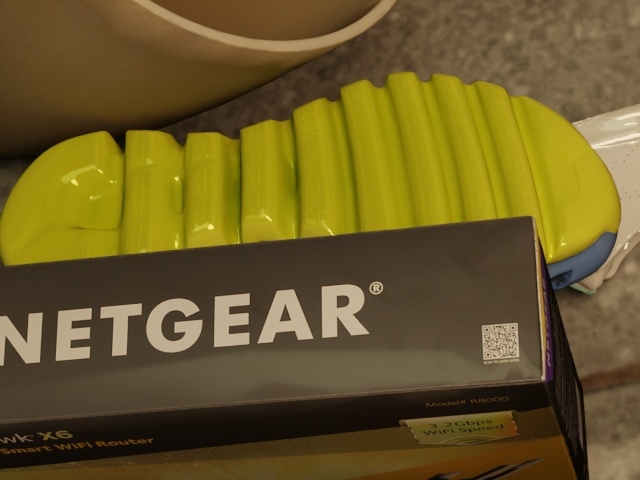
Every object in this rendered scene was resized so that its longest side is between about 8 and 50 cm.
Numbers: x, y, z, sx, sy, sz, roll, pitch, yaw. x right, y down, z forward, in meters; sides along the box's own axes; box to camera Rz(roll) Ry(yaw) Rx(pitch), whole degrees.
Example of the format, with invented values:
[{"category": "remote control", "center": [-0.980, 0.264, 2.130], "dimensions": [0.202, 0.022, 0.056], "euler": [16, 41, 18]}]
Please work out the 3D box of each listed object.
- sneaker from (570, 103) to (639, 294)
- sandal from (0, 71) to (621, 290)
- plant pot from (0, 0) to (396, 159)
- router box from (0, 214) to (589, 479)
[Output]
[{"category": "sneaker", "center": [0.122, -0.010, 0.988], "dimensions": [0.212, 0.080, 0.094], "euler": [-16, 77, 5]}, {"category": "sandal", "center": [0.000, 0.000, 0.942], "dimensions": [0.317, 0.138, 0.126], "euler": [-3, 56, 14]}, {"category": "plant pot", "center": [-0.126, -0.159, 0.992], "dimensions": [0.274, 0.256, 0.257], "euler": [-34, 48, 49]}, {"category": "router box", "center": [-0.029, 0.083, 0.887], "dimensions": [0.308, 0.243, 0.081], "euler": [-6, 66, 12]}]
